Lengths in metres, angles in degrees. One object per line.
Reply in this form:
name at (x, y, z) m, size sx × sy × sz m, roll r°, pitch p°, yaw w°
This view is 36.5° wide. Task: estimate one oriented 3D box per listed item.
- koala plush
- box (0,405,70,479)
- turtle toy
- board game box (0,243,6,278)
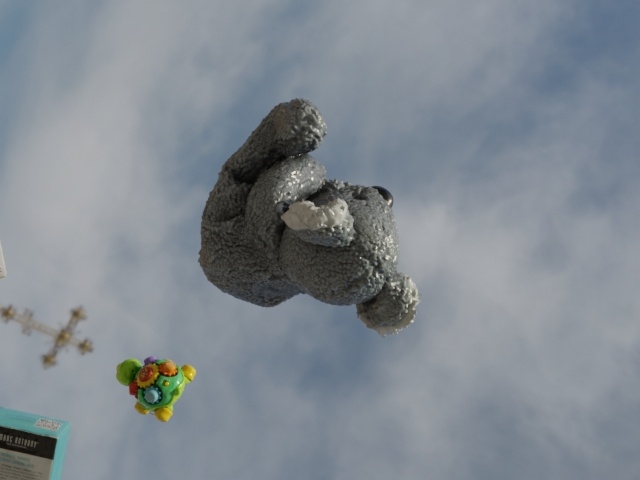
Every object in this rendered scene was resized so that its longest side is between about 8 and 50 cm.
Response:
koala plush at (0.000, 0.000, 0.956) m, size 0.203 × 0.196 × 0.221 m, roll -44°, pitch -145°, yaw -11°
box at (-0.396, 0.345, 1.250) m, size 0.060 × 0.100 × 0.244 m, roll -76°, pitch 179°, yaw -81°
turtle toy at (-0.258, 0.214, 1.476) m, size 0.130 × 0.066 × 0.095 m, roll 8°, pitch -120°, yaw 41°
board game box at (-0.554, -0.098, 1.475) m, size 0.193 × 0.053 × 0.305 m, roll 10°, pitch -69°, yaw 57°
